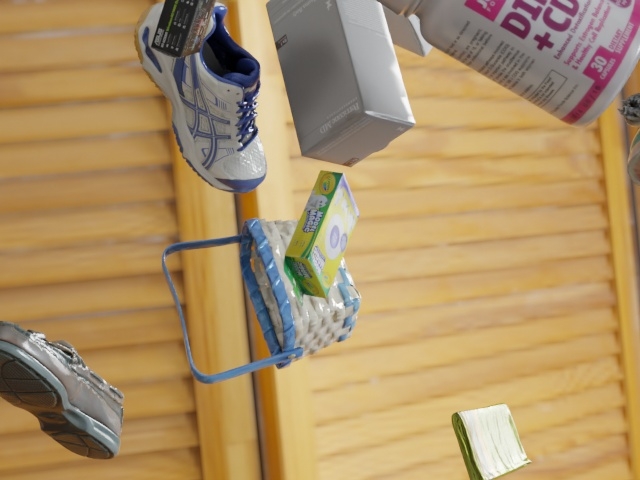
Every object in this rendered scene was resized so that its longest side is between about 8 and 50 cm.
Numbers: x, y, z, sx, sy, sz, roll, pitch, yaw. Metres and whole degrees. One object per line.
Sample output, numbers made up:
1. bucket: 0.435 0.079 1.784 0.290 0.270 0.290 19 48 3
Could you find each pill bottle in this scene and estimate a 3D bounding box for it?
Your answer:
1. pill bottle: 0.210 -0.258 1.540 0.283 0.160 0.160 29 -4 -4

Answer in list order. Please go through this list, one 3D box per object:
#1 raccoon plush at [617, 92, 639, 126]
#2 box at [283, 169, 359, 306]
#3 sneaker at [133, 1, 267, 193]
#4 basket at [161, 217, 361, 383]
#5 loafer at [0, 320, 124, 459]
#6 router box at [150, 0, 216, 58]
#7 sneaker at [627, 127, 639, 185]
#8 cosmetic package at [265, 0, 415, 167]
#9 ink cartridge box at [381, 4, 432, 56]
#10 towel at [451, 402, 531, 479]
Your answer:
1. raccoon plush: 0.550 -0.215 1.552 0.299 0.446 0.216 35 19 16
2. box: 0.000 0.000 1.991 0.043 0.179 0.105 10 -31 25
3. sneaker: -0.128 -0.180 1.811 0.131 0.296 0.112 -3 42 33
4. basket: -0.094 0.094 2.246 0.289 0.255 0.201 -9 -30 -16
5. loafer: -0.292 0.149 1.513 0.096 0.084 0.267 2 -32 22
6. router box: -0.143 -0.267 1.539 0.038 0.122 0.092 21 14 5
7. sneaker: 0.523 -0.196 1.852 0.108 0.121 0.302 31 -45 -19
8. cosmetic package: 0.023 -0.227 1.784 0.107 0.238 0.127 12 -35 -42
9. ink cartridge box: 0.160 -0.495 2.359 0.226 0.306 0.131 27 -13 32
10. towel: 0.242 0.281 1.942 0.021 0.102 0.237 -21 -11 22
